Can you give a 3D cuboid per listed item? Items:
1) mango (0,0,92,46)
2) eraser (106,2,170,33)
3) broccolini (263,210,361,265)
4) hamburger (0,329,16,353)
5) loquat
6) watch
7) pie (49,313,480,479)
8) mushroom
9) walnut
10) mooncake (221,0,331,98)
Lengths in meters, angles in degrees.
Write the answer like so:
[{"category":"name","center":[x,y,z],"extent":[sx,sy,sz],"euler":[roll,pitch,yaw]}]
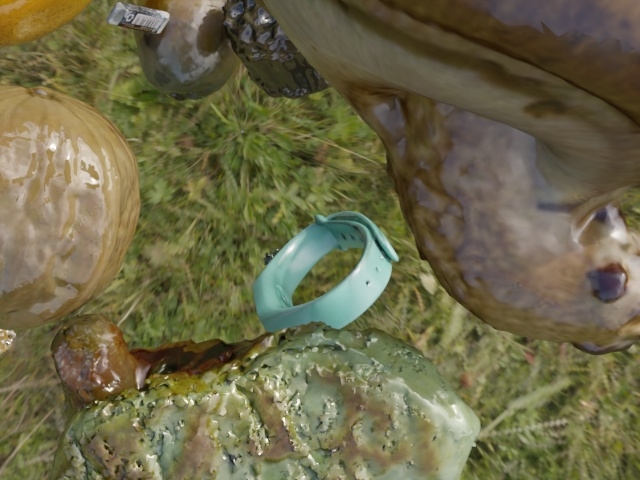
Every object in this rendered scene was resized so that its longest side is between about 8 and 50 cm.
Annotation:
[{"category":"mango","center":[-0.397,-0.373,1.540],"extent":[0.290,0.191,0.160],"euler":[-32,73,-9]},{"category":"eraser","center":[-0.211,-0.258,1.289],"extent":[0.019,0.099,0.027],"euler":[51,117,22]},{"category":"broccolini","center":[-0.001,-0.002,1.798],"extent":[0.067,0.058,0.216],"euler":[35,48,24]},{"category":"hamburger","center":[-0.625,0.121,1.752],"extent":[0.286,0.146,0.243],"euler":[7,78,-14]},{"category":"loquat","center":[-0.187,-0.310,1.622],"extent":[0.179,0.179,0.227],"euler":[2,53,-4]},{"category":"watch","center":[0.001,0.042,1.450],"extent":[0.195,0.237,0.068],"euler":[-36,110,6]},{"category":"pie","center":[-0.063,0.256,1.116],"extent":[0.418,0.180,0.395],"euler":[5,122,1]},{"category":"mushroom","center":[0.078,-0.100,0.527],"extent":[0.345,0.345,0.260],"euler":[24,92,-6]},{"category":"walnut","center":[-0.265,-0.027,0.993],"extent":[0.228,0.228,0.228],"euler":[0,96,-4]},{"category":"mooncake","center":[-0.023,-0.303,1.455],"extent":[0.228,0.228,0.124],"euler":[-42,135,1]}]
